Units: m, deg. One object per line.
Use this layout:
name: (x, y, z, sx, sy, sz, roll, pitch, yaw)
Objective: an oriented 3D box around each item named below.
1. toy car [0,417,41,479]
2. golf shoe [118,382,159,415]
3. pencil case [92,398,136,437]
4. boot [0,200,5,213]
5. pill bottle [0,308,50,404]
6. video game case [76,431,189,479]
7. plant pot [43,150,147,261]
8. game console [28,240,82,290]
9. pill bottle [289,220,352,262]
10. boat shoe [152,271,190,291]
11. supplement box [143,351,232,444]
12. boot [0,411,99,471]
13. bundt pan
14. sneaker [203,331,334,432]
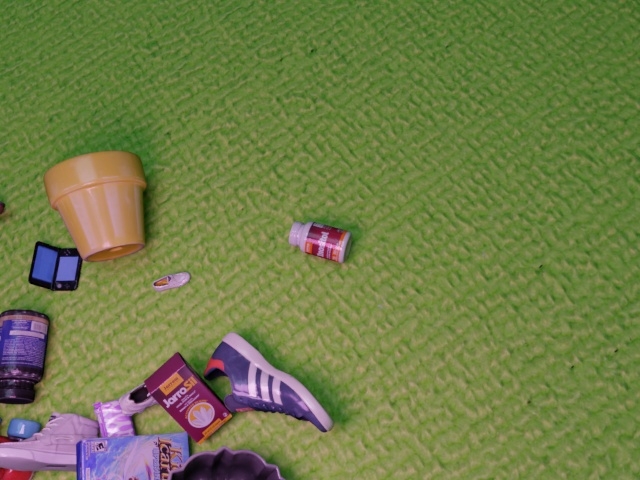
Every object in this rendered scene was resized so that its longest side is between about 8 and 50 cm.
toy car: (-0.793, 0.502, 1.552, 0.210, 0.238, 0.219, 6, 68, 9)
golf shoe: (-0.391, 0.360, 1.626, 0.176, 0.086, 0.069, -25, 75, -34)
pencil case: (-0.480, 0.476, 1.608, 0.086, 0.088, 0.206, -29, 67, 15)
boot: (-0.985, 0.029, 1.851, 0.264, 0.096, 0.280, -11, 67, 1)
pill bottle: (-0.751, 0.291, 1.698, 0.122, 0.123, 0.219, -4, 66, 5)
video game case: (-0.407, 0.570, 1.505, 0.244, 0.061, 0.269, 6, 63, -32)
plant pot: (-0.568, -0.079, 1.783, 0.254, 0.254, 0.239, -17, 83, -1)
game console: (-0.704, 0.067, 1.815, 0.107, 0.071, 0.122, -1, 68, 6)
pill bottle: (0.000, 0.000, 1.756, 0.152, 0.086, 0.086, 15, 70, 13)
boat shoe: (-0.392, 0.105, 1.783, 0.100, 0.035, 0.035, -16, 66, 0)
supplement box: (-0.307, 0.368, 1.581, 0.104, 0.188, 0.081, -41, 25, -11)
boot: (-0.631, 0.460, 1.569, 0.095, 0.258, 0.123, -30, 54, 32)
bundt pan: (-0.210, 0.623, 1.459, 0.330, 0.124, 0.331, 9, 57, -14)
sneaker: (-0.131, 0.369, 1.598, 0.350, 0.131, 0.148, 31, 72, 28)
